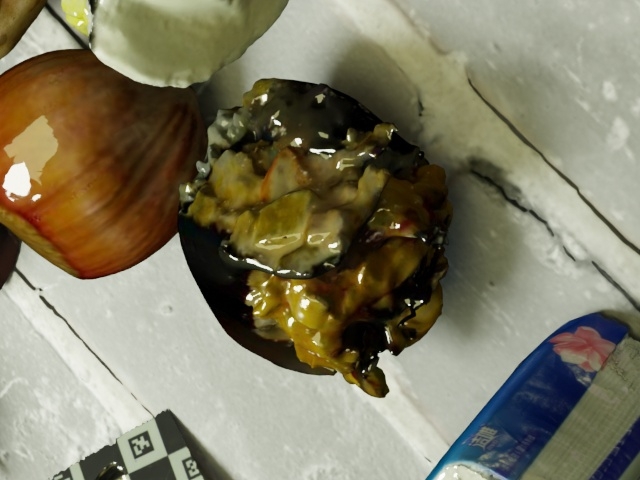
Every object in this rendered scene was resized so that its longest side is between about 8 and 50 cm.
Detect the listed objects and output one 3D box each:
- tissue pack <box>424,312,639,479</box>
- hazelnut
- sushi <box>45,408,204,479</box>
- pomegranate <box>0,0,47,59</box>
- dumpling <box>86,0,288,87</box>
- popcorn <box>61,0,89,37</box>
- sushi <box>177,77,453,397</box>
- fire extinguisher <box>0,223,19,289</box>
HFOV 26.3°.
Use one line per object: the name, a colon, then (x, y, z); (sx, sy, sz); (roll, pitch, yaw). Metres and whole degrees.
tissue pack: (0.152, 0.189, 1.017); (0.137, 0.270, 0.209); (37, 125, 15)
hazelnut: (-0.204, -0.077, 1.192); (0.186, 0.210, 0.210); (15, 117, 50)
sushi: (-0.174, 0.304, 1.329); (0.192, 0.050, 0.215); (-30, 67, 3)
pomegranate: (-0.351, -0.244, 1.157); (0.264, 0.264, 0.264); (11, 113, 27)
dumpling: (-0.090, -0.260, 1.035); (0.175, 0.227, 0.243); (52, 125, 43)
popcorn: (-0.168, -0.236, 1.136); (0.126, 0.125, 0.145); (13, 124, 16)
sushi: (0.004, 0.004, 1.095); (0.213, 0.204, 0.200); (-52, 47, -4)
fire extinguisher: (-0.463, -0.057, 1.382); (0.337, 0.114, 0.135); (31, 79, 16)
